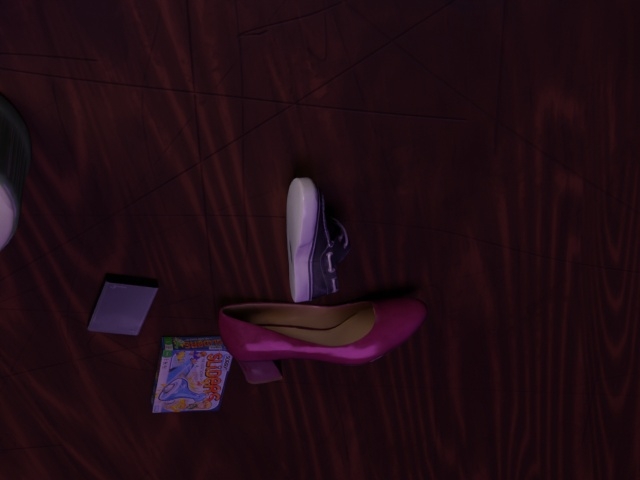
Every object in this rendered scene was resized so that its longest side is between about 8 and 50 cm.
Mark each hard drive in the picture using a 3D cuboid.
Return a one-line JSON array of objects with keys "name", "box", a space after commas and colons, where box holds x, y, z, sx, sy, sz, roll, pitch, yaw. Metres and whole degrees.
[{"name": "hard drive", "box": [-0.351, 0.115, 1.919, 0.094, 0.022, 0.135, 8, 133, -23]}]

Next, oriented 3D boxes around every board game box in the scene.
[{"name": "board game box", "box": [-0.250, 0.261, 2.097, 0.136, 0.035, 0.201, 0, 136, -16]}]

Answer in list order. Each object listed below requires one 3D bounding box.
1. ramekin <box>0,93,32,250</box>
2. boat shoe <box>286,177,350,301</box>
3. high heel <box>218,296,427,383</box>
[{"name": "ramekin", "box": [-0.568, -0.085, 1.544, 0.303, 0.148, 0.303, -8, 138, -7]}, {"name": "boat shoe", "box": [0.000, 0.000, 1.830, 0.102, 0.108, 0.301, -8, 141, -7]}, {"name": "high heel", "box": [0.006, 0.146, 1.987, 0.377, 0.127, 0.181, -21, 130, -1]}]
